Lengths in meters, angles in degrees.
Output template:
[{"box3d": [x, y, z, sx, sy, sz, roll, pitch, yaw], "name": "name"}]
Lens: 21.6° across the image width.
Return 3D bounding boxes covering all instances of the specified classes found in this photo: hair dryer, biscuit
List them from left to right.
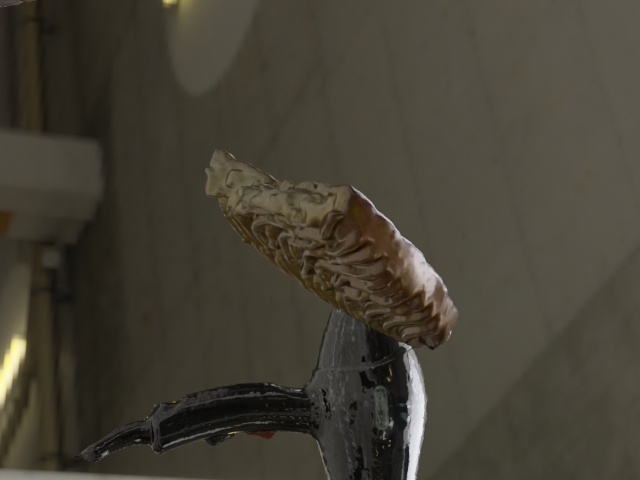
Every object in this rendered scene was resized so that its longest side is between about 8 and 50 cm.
[{"box3d": [-0.051, 0.168, 1.275, 0.091, 0.271, 0.235, 158, -70, -81], "name": "hair dryer"}, {"box3d": [-0.001, 0.001, 0.908, 0.031, 0.176, 0.228, -52, 166, -8], "name": "biscuit"}]

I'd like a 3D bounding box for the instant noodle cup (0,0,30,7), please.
[{"box3d": [-0.084, -0.204, 0.522, 0.193, 0.193, 0.212, -65, 178, 40], "name": "instant noodle cup"}]
